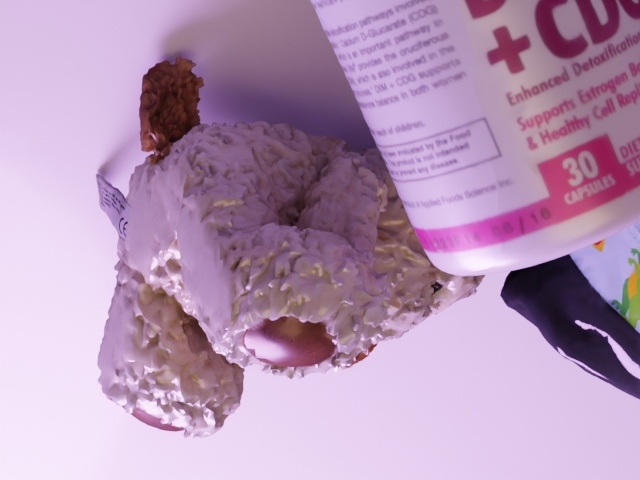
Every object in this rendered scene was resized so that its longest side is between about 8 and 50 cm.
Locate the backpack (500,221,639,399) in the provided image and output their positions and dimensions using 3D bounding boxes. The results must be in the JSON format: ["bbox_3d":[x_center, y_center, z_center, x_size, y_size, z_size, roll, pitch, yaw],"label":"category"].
[{"bbox_3d":[0.320,-0.055,0.865,0.290,0.273,0.355,4,117,-41],"label":"backpack"}]

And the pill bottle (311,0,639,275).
[{"bbox_3d":[0.073,-0.139,0.746,0.160,0.160,0.283,-23,101,12],"label":"pill bottle"}]

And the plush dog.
[{"bbox_3d":[0.000,0.000,0.931,0.225,0.210,0.262,4,159,-29],"label":"plush dog"}]
